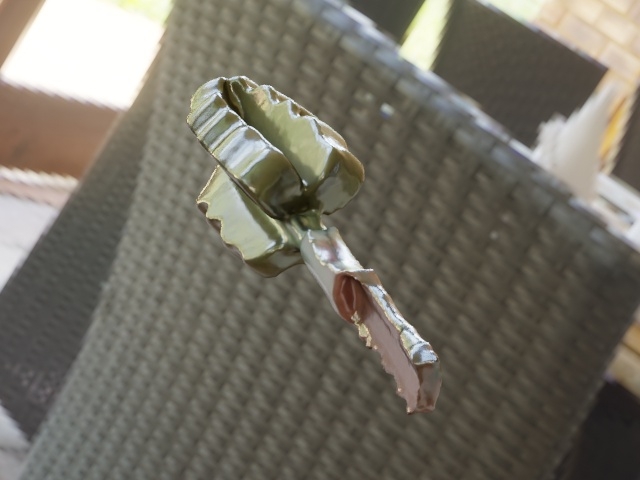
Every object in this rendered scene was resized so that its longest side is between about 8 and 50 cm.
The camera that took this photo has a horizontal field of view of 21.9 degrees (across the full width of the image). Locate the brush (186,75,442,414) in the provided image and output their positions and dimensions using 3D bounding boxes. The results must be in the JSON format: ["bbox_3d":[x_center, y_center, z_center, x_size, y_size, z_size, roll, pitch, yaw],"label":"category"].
[{"bbox_3d":[0.000,0.000,0.787,0.071,0.084,0.301,-9,25,-17],"label":"brush"}]
